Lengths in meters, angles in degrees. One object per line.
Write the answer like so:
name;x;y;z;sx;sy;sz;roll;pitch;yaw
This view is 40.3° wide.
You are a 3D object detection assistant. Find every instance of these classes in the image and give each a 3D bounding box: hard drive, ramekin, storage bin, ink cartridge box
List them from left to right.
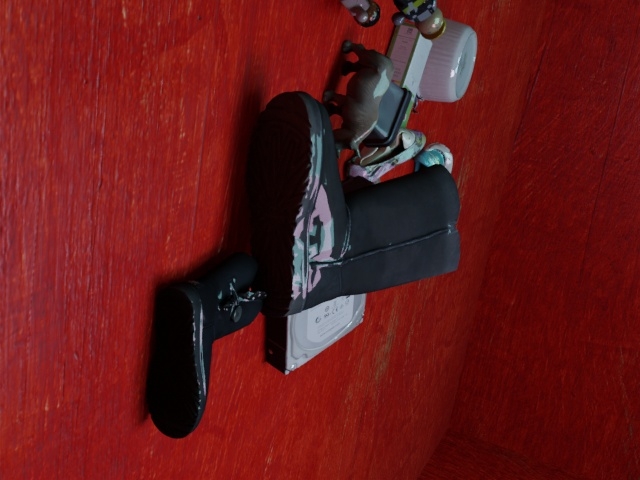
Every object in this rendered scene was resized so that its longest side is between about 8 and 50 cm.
hard drive;0.000;0.065;1.649;0.237;0.064;0.339;-30;135;-39
storage bin;0.106;-0.267;1.742;0.091;0.098;0.135;37;69;-40
ink cartridge box;0.173;-0.351;1.875;0.109;0.062;0.209;21;86;-71
ramekin;0.298;-0.428;2.085;0.207;0.109;0.207;17;90;-71

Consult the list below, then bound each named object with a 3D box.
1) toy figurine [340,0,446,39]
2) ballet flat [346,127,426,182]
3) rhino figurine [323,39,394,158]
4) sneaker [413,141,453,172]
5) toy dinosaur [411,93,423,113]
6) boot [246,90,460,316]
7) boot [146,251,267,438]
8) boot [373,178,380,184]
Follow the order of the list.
toy figurine;0.136;-0.455;1.469;0.148;0.213;0.209;32;74;-56
ballet flat;0.141;-0.191;1.834;0.221;0.077;0.079;-35;140;-24
rhino figurine;0.060;-0.243;1.592;0.073;0.106;0.243;43;65;-68
sneaker;0.278;-0.131;2.329;0.110;0.107;0.275;-30;131;-36
toy dinosaur;0.208;-0.338;2.051;0.090;0.047;0.082;-110;-164;-65
boot;0.087;-0.079;1.486;0.445;0.146;0.367;-11;117;-41
boot;-0.164;0.153;1.321;0.207;0.094;0.246;-24;122;-60
boot;0.121;-0.146;1.934;0.118;0.042;0.087;-9;112;-69
